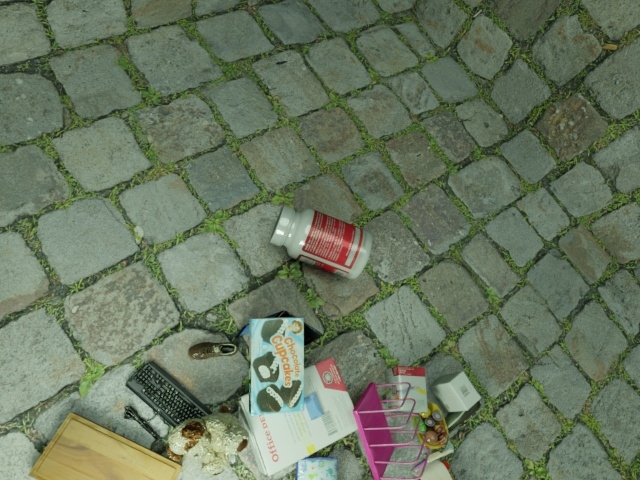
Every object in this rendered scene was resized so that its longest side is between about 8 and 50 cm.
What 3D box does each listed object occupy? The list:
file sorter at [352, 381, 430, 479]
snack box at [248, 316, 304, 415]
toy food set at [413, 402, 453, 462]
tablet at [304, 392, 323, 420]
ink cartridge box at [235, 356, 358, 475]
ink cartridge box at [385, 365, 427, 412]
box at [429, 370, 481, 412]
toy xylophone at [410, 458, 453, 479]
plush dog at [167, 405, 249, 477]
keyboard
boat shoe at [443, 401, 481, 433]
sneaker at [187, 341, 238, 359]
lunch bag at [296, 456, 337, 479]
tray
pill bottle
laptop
[{"bbox_3d":[0.275,0.702,1.663,0.202,0.182,0.290,-30,104,-61],"label":"file sorter"},{"bbox_3d":[-0.153,0.431,1.565,0.187,0.060,0.322,1,83,-18],"label":"snack box"},{"bbox_3d":[0.456,0.766,1.820,0.128,0.071,0.218,-15,58,0],"label":"toy food set"},{"bbox_3d":[-0.027,0.598,1.612,0.054,0.006,0.083,-16,72,-24],"label":"tablet"},{"bbox_3d":[-0.087,0.643,1.669,0.385,0.160,0.279,-16,74,-25],"label":"ink cartridge box"},{"bbox_3d":[0.352,0.619,1.851,0.127,0.128,0.176,8,65,-16],"label":"ink cartridge box"},{"bbox_3d":[0.563,0.639,1.891,0.091,0.170,0.130,-28,79,-26],"label":"box"},{"bbox_3d":[0.457,1.025,1.738,0.236,0.081,0.322,-12,72,-23],"label":"toy xylophone"},{"bbox_3d":[-0.396,0.658,1.515,0.225,0.262,0.210,13,38,-36],"label":"plush dog"},{"bbox_3d":[-0.564,0.598,1.597,0.317,0.033,0.201,40,61,1],"label":"keyboard"},{"bbox_3d":[0.600,0.750,1.907,0.228,0.081,0.068,-35,89,-23],"label":"boat shoe"},{"bbox_3d":[-0.407,0.412,1.708,0.188,0.071,0.066,-2,69,-21],"label":"sneaker"},{"bbox_3d":[-0.020,0.859,1.634,0.151,0.096,0.129,13,63,-29],"label":"lunch bag"},{"bbox_3d":[-0.687,0.749,1.464,0.411,0.076,0.203,28,61,-5],"label":"tray"},{"bbox_3d":[0.000,0.000,1.939,0.408,0.229,0.229,21,62,-10],"label":"pill bottle"},{"bbox_3d":[-0.163,0.365,1.721,0.264,0.234,0.136,33,62,-3],"label":"laptop"}]
